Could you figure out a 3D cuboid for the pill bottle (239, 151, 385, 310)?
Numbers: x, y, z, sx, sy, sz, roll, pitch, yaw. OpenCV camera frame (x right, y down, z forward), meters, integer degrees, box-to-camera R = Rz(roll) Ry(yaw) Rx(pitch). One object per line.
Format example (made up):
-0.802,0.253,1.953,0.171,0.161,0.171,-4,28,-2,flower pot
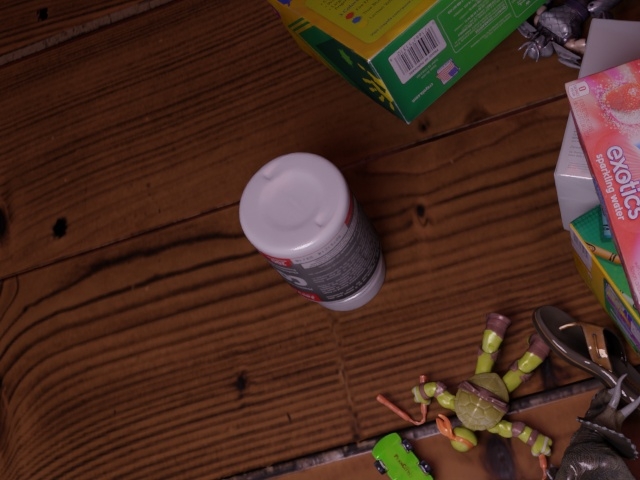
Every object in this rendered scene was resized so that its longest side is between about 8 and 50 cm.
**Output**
0.000,0.000,1.404,0.161,0.283,0.161,-7,64,15,pill bottle

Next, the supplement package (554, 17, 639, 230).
0.475,-0.155,1.365,0.199,0.198,0.262,10,70,23,supplement package

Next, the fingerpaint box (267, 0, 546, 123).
0.181,-0.455,1.578,0.445,0.163,0.371,-42,43,-4,fingerpaint box

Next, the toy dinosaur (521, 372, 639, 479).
0.364,0.344,1.194,0.160,0.121,0.313,-34,59,40,toy dinosaur

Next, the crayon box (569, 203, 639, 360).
0.452,0.094,1.276,0.081,0.165,0.278,-30,61,3,crayon box

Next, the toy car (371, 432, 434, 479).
0.159,0.368,1.312,0.239,0.053,0.225,-39,60,-3,toy car

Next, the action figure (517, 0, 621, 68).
0.442,-0.400,1.552,0.285,0.099,0.185,-41,65,1,action figure

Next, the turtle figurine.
0.228,0.214,1.341,0.270,0.087,0.217,23,75,26,turtle figurine

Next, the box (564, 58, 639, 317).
0.424,-0.066,1.153,0.154,0.142,0.299,-17,71,15,box

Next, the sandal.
0.396,0.158,1.303,0.219,0.090,0.060,44,125,28,sandal
